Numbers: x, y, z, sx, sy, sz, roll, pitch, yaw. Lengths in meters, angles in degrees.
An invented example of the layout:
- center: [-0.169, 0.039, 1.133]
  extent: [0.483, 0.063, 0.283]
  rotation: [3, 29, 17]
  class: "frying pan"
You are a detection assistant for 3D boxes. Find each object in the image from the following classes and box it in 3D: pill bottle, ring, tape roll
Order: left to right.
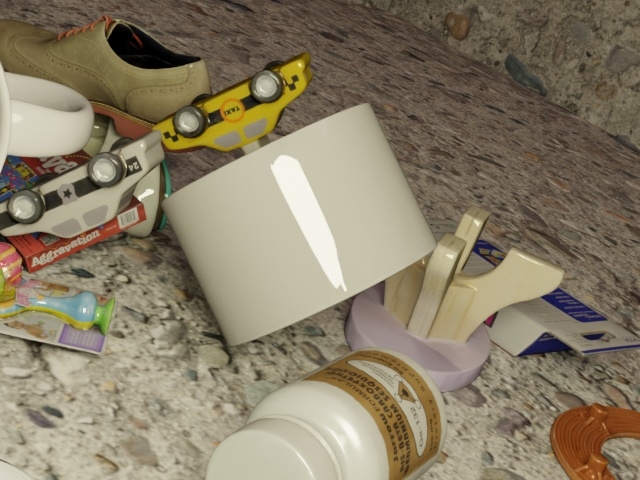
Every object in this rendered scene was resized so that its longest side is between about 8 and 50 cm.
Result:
- center: [-0.022, -0.016, 1.275]
  extent: [0.169, 0.246, 0.246]
  rotation: [64, 24, -1]
  class: "tape roll"
- center: [0.007, 0.175, 1.025]
  extent: [0.131, 0.131, 0.229]
  rotation: [29, 20, 21]
  class: "pill bottle"
- center: [0.415, 0.270, 1.351]
  extent: [0.337, 0.032, 0.336]
  rotation: [19, 19, -7]
  class: "ring"

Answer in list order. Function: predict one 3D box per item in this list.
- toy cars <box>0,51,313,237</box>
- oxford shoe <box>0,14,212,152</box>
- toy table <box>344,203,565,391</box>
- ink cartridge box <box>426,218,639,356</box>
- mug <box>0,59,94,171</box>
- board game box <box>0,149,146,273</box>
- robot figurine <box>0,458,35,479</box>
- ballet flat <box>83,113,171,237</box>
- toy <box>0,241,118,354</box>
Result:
- center: [-0.162, -0.087, 1.311]
  extent: [0.394, 0.087, 0.176]
  rotation: [-31, 12, -29]
  class: "toy cars"
- center: [-0.274, -0.227, 1.503]
  extent: [0.348, 0.130, 0.123]
  rotation: [21, 36, 18]
  class: "oxford shoe"
- center: [0.143, 0.055, 1.457]
  extent: [0.252, 0.161, 0.274]
  rotation: [21, 18, -2]
  class: "toy table"
- center: [0.248, 0.075, 1.657]
  extent: [0.176, 0.069, 0.371]
  rotation: [1, 25, -47]
  class: "ink cartridge box"
- center: [-0.416, -0.148, 1.237]
  extent: [0.374, 0.276, 0.328]
  rotation: [7, 14, -21]
  class: "mug"
- center: [-0.332, -0.069, 1.396]
  extent: [0.145, 0.027, 0.281]
  rotation: [-27, 43, -27]
  class: "board game box"
- center: [-0.203, 0.221, 0.626]
  extent: [0.209, 0.173, 0.278]
  rotation: [-11, 29, -15]
  class: "robot figurine"
- center: [-0.279, -0.130, 1.586]
  extent: [0.139, 0.139, 0.400]
  rotation: [14, 24, -20]
  class: "ballet flat"
- center: [-0.312, 0.037, 1.183]
  extent: [0.237, 0.056, 0.137]
  rotation: [18, 18, -9]
  class: "toy"
